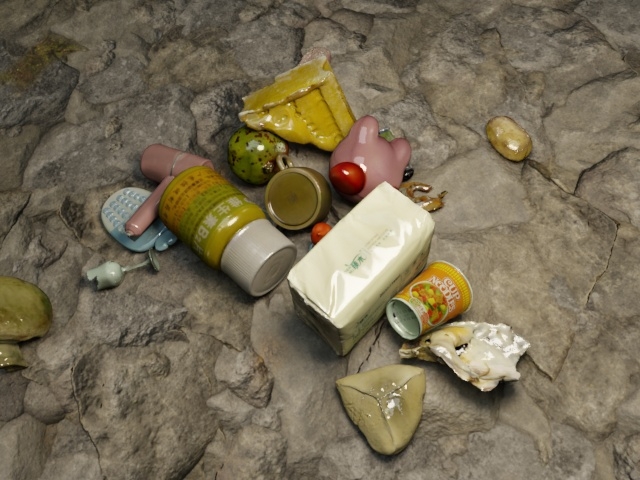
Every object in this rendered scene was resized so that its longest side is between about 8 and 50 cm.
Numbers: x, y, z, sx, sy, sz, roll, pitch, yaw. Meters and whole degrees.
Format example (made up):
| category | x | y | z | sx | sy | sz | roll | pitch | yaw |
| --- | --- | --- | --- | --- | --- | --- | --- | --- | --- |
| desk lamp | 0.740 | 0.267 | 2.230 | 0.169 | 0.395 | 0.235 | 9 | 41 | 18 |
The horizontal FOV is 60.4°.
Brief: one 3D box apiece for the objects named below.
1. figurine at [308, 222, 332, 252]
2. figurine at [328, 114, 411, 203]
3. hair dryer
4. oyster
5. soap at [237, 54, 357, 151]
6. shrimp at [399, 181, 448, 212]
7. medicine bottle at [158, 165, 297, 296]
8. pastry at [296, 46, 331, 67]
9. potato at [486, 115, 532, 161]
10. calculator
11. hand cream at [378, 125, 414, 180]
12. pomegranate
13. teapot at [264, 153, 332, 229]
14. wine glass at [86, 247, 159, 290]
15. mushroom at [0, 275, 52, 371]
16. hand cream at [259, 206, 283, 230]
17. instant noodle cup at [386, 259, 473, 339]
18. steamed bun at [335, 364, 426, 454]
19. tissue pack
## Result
| category | x | y | z | sx | sy | sz | roll | pitch | yaw |
| --- | --- | --- | --- | --- | --- | --- | --- | --- | --- |
| figurine | 0.000 | 0.000 | 1.577 | 0.068 | 0.140 | 0.075 | 7 | 63 | 5 |
| figurine | 0.125 | -0.199 | 1.622 | 0.270 | 0.211 | 0.261 | 27 | 59 | -25 |
| hair dryer | -0.504 | -0.148 | 1.683 | 0.210 | 0.125 | 0.352 | 20 | 52 | 14 |
| oyster | 0.373 | 0.291 | 1.398 | 0.275 | 0.100 | 0.271 | -19 | 32 | -32 |
| soap | -0.044 | -0.347 | 1.707 | 0.304 | 0.338 | 0.169 | -22 | 44 | 12 |
| shrimp | 0.290 | -0.133 | 1.665 | 0.187 | 0.051 | 0.132 | -2 | 62 | 9 |
| medicine bottle | -0.265 | -0.027 | 1.573 | 0.384 | 0.224 | 0.224 | 39 | 73 | 21 |
| pastry | -0.040 | -0.560 | 1.894 | 0.112 | 0.103 | 0.265 | 24 | 73 | 36 |
| potato | 0.585 | -0.320 | 1.715 | 0.107 | 0.080 | 0.170 | -36 | 61 | -4 |
| calculator | -0.564 | -0.062 | 1.725 | 0.303 | 0.042 | 0.188 | 35 | 70 | 21 |
| hand cream | 0.230 | -0.276 | 1.754 | 0.086 | 0.055 | 0.235 | -21 | 55 | -8 |
| pomegranate | -0.201 | -0.272 | 1.737 | 0.198 | 0.246 | 0.198 | -1 | 93 | -17 |
| teapot | -0.059 | -0.138 | 1.639 | 0.185 | 0.175 | 0.267 | -26 | 88 | 18 |
| wine glass | -0.584 | 0.088 | 1.628 | 0.195 | 0.079 | 0.079 | -19 | 62 | -4 |
| mushroom | -0.886 | 0.200 | 1.524 | 0.212 | 0.217 | 0.292 | -19 | 62 | -8 |
| hand cream | -0.196 | -0.081 | 1.697 | 0.194 | 0.042 | 0.067 | 25 | 68 | 21 |
| instant noodle cup | 0.270 | 0.161 | 1.418 | 0.185 | 0.168 | 0.168 | -27 | 61 | -33 |
| steamed bun | 0.168 | 0.414 | 1.364 | 0.231 | 0.110 | 0.212 | -15 | 63 | 1 |
| tissue pack | 0.108 | 0.080 | 1.438 | 0.207 | 0.297 | 0.380 | 39 | 71 | 21 |
